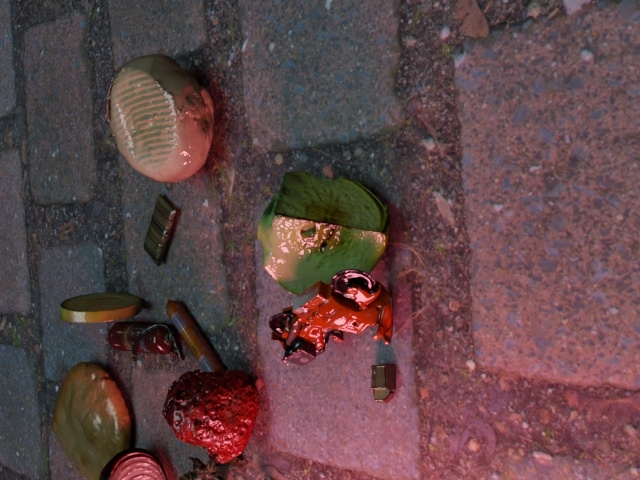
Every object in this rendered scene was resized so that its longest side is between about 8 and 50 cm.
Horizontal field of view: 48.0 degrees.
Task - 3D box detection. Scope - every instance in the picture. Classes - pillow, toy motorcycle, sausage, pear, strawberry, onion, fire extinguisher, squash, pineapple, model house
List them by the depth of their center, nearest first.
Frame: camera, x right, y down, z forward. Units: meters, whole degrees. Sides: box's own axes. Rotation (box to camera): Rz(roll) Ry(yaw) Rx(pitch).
[{"bbox_3d":[0.041,0.177,1.610,0.326,0.221,0.147,-35,33,36],"label":"toy motorcycle"},{"bbox_3d":[0.148,0.326,1.638,0.058,0.057,0.083,-6,68,18],"label":"model house"},{"bbox_3d":[0.000,0.000,1.653,0.176,0.286,0.282,-82,3,-49],"label":"pear"},{"bbox_3d":[-0.279,0.440,1.919,0.274,0.274,0.220,37,86,36],"label":"strawberry"},{"bbox_3d":[-0.330,0.688,2.080,0.277,0.119,0.130,-52,41,31],"label":"pineapple"},{"bbox_3d":[-0.369,0.297,2.125,0.348,0.053,0.053,50,124,29],"label":"sausage"},{"bbox_3d":[-0.499,-0.032,2.233,0.113,0.038,0.203,42,120,37],"label":"pillow"},{"bbox_3d":[-0.539,0.320,2.259,0.341,0.105,0.141,-3,106,44],"label":"fire extinguisher"},{"bbox_3d":[-0.606,0.775,2.295,0.206,0.216,0.207,-42,54,55],"label":"onion"},{"bbox_3d":[-0.702,0.214,2.301,0.252,0.252,0.049,7,100,43],"label":"squash"}]

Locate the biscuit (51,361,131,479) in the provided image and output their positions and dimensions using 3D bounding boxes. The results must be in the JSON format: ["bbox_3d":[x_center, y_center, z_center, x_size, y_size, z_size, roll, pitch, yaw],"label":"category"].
[{"bbox_3d":[-0.809,0.654,2.541,0.429,0.104,0.446,45,123,32],"label":"biscuit"}]

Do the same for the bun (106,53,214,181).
[{"bbox_3d":[-0.433,-0.345,2.032,0.360,0.211,0.359,13,112,36],"label":"bun"}]

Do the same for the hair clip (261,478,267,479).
[{"bbox_3d":[-0.091,0.713,1.898,0.214,0.056,0.062,40,103,25],"label":"hair clip"}]
